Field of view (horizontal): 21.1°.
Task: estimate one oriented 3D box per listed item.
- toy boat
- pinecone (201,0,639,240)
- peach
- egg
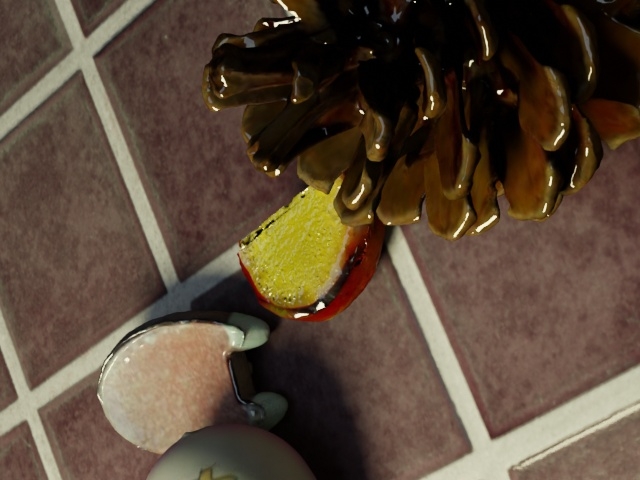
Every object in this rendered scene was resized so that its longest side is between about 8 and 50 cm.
[{"bbox_3d":[-0.133,0.150,1.834,0.227,0.085,0.155,-14,94,31],"label":"toy boat"},{"bbox_3d":[0.076,-0.163,1.412,0.384,0.384,0.384,5,98,42],"label":"pinecone"},{"bbox_3d":[0.002,0.000,1.674,0.127,0.092,0.172,36,105,29],"label":"peach"},{"bbox_3d":[-0.076,0.316,1.705,0.196,0.196,0.271,-16,81,42],"label":"egg"}]
